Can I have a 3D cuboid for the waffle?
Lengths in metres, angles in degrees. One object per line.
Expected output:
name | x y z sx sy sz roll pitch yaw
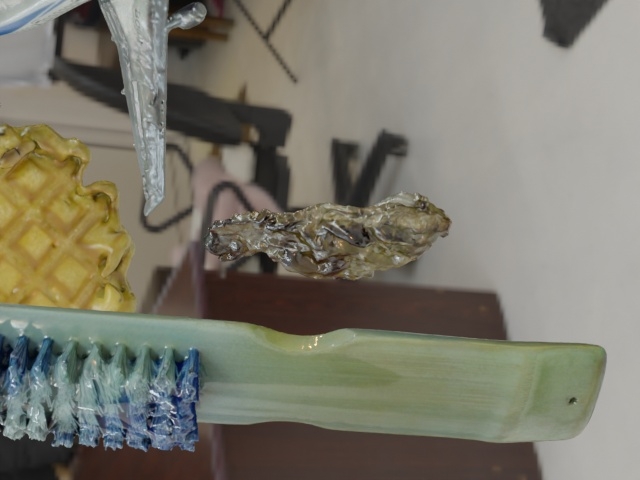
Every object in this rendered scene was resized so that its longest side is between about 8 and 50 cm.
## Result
waffle | -0.283 0.039 1.124 0.060 0.262 0.281 176 89 -66

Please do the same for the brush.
brush | -0.016 0.037 0.327 0.030 0.178 0.033 -98 13 -65

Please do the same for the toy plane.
toy plane | -0.101 -0.118 0.566 0.226 0.058 0.226 -18 105 34

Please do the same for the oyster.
oyster | 0.006 -0.002 0.910 0.105 0.177 0.056 38 -134 -68
